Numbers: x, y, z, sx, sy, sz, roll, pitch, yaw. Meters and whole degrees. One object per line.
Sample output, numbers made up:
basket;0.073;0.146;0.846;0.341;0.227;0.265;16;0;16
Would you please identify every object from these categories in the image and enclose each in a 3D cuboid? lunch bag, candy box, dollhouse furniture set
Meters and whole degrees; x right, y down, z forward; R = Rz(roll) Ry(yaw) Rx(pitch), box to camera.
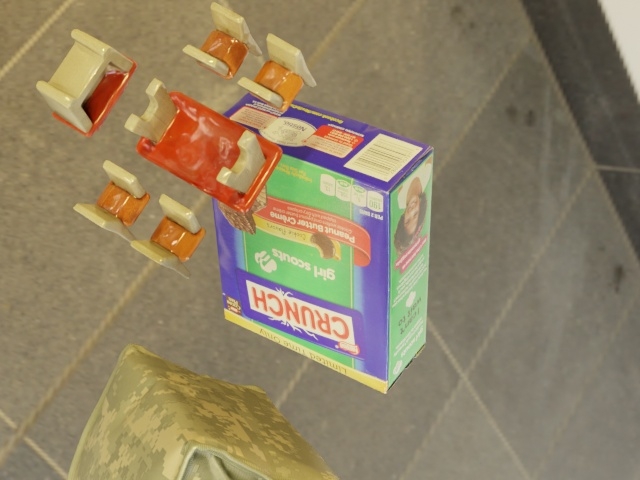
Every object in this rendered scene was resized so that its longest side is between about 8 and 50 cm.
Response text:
lunch bag;-0.121;0.263;0.980;0.169;0.235;0.287;24;94;-24
candy box;0.000;0.000;1.574;0.122;0.268;0.317;-44;143;-39
dollhouse furniture set;-0.165;-0.122;1.352;0.262;0.259;0.135;-58;162;-6
